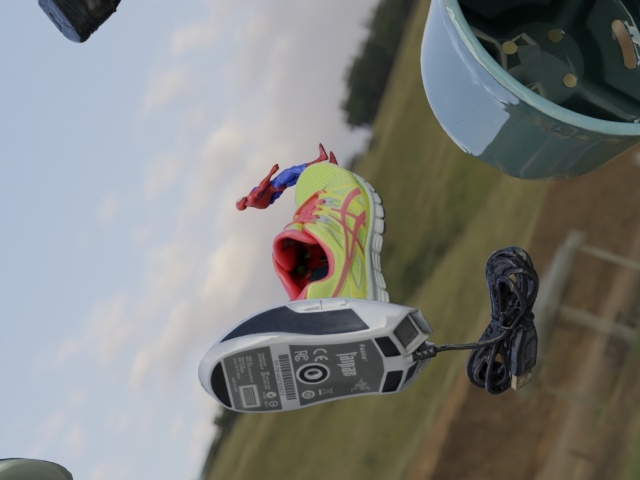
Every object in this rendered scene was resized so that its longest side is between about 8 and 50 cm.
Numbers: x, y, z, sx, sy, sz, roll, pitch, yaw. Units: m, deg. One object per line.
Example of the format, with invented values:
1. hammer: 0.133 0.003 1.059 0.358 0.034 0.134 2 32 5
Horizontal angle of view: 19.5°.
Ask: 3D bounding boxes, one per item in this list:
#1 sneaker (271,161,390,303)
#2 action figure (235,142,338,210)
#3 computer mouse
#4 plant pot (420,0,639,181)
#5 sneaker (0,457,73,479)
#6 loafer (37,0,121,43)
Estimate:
1. sneaker: 0.000 0.000 1.575 0.081 0.094 0.208 -46 35 28
2. action figure: -0.039 -0.061 1.908 0.115 0.030 0.038 -32 -25 16
3. computer mouse: 0.026 0.053 1.047 0.106 0.193 0.042 83 -179 -49
4. plant pot: 0.246 -0.217 1.794 0.334 0.341 0.341 116 175 -74
5. sneaker: -0.282 0.300 1.448 0.330 0.122 0.146 -50 42 50
6. loafer: -0.243 -0.257 1.645 0.061 0.170 0.062 -42 21 -18
